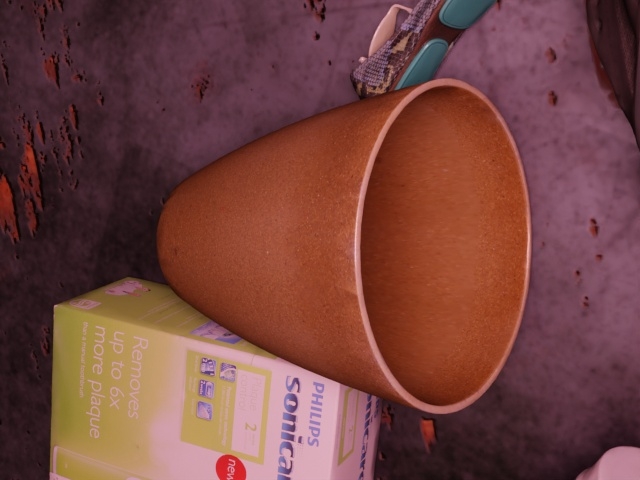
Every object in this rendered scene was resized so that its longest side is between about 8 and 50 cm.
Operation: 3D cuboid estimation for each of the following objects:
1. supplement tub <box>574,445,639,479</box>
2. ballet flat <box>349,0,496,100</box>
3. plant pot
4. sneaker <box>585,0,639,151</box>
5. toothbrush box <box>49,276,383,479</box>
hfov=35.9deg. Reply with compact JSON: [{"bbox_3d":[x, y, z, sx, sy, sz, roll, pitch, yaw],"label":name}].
[{"bbox_3d":[0.192,0.331,0.738,0.228,0.228,0.316,39,114,13],"label":"supplement tub"},{"bbox_3d":[0.086,-0.179,0.775,0.070,0.070,0.188,43,111,11],"label":"ballet flat"},{"bbox_3d":[0.000,0.000,0.779,0.254,0.237,0.237,3,102,39],"label":"plant pot"},{"bbox_3d":[0.214,-0.211,0.564,0.185,0.202,0.482,-12,105,-14],"label":"sneaker"},{"bbox_3d":[-0.097,0.168,0.898,0.283,0.122,0.206,12,106,21],"label":"toothbrush box"}]
